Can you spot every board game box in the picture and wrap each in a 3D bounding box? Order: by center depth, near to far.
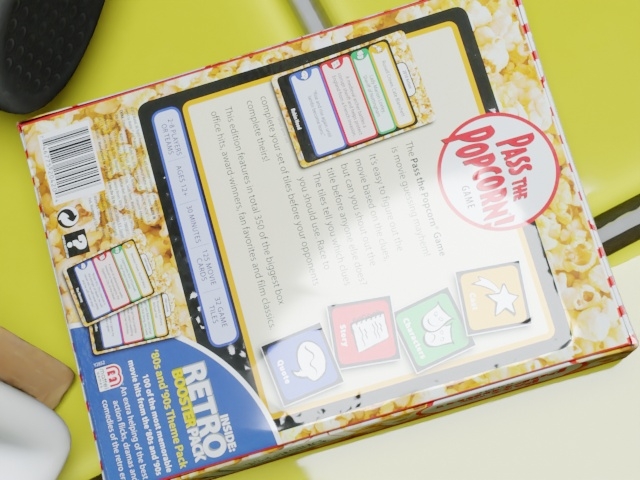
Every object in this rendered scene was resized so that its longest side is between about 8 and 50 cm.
[{"bbox_3d":[0.000,0.000,0.488,0.193,0.045,0.147,-16,78,3],"label":"board game box"}]

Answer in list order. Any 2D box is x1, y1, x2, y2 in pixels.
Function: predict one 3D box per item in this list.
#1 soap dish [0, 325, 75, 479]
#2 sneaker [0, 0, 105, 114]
[{"bbox_3d":[-0.237,0.111,0.410,0.118,0.229,0.291,33,84,31],"label":"soap dish"},{"bbox_3d":[-0.123,-0.188,0.514,0.145,0.090,0.270,19,76,18],"label":"sneaker"}]
